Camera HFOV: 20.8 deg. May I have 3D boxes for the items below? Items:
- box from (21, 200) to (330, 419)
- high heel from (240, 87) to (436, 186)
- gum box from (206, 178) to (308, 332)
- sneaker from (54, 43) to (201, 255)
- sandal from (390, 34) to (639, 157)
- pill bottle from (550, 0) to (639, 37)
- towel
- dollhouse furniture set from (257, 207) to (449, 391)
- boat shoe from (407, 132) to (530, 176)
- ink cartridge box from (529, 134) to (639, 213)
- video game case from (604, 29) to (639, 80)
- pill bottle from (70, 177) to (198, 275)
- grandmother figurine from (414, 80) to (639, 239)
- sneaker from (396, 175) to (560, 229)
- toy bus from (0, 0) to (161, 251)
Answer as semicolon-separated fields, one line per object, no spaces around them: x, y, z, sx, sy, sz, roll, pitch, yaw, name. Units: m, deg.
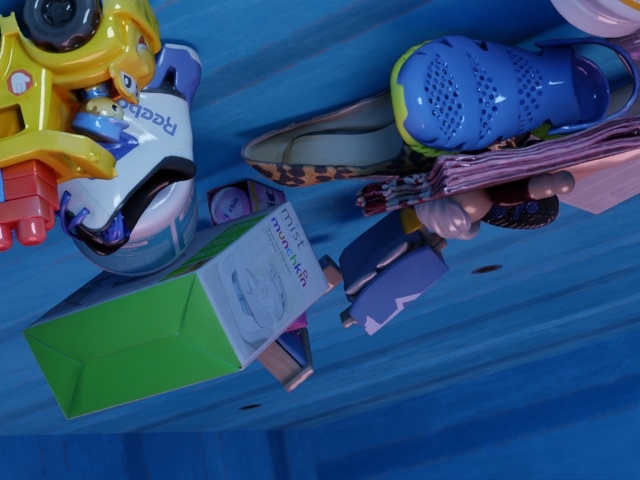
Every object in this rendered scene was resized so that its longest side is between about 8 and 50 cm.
-0.159;0.080;1.994;0.262;0.127;0.231;-18;-167;32;box
0.028;-0.118;1.890;0.186;0.093;0.261;2;160;-18;high heel
-0.077;0.028;2.169;0.062;0.188;0.107;-16;166;21;gum box
-0.254;-0.073;1.636;0.315;0.182;0.127;-9;165;-7;sneaker
0.204;-0.156;1.763;0.317;0.126;0.138;-11;-179;-40;sandal
0.279;-0.259;1.356;0.152;0.152;0.272;-5;165;-21;pill bottle
0.183;-0.075;1.787;0.237;0.037;0.329;-13;180;-14;towel
0.000;0.000;2.363;0.303;0.198;0.286;-39;-161;10;dollhouse furniture set
0.197;-0.124;2.016;0.228;0.068;0.081;-18;165;27;boat shoe
0.328;-0.112;2.251;0.225;0.056;0.181;19;153;-26;ink cartridge box
0.395;-0.235;1.817;0.196;0.026;0.274;-15;166;17;video game case
-0.205;-0.046;1.860;0.146;0.146;0.264;-10;166;-5;pill bottle
0.269;-0.094;2.057;0.342;0.104;0.208;-22;180;18;grandmother figurine
0.203;-0.063;2.208;0.211;0.080;0.081;13;-172;20;sneaker
-0.238;-0.100;1.486;0.220;0.211;0.149;-14;165;7;toy bus
